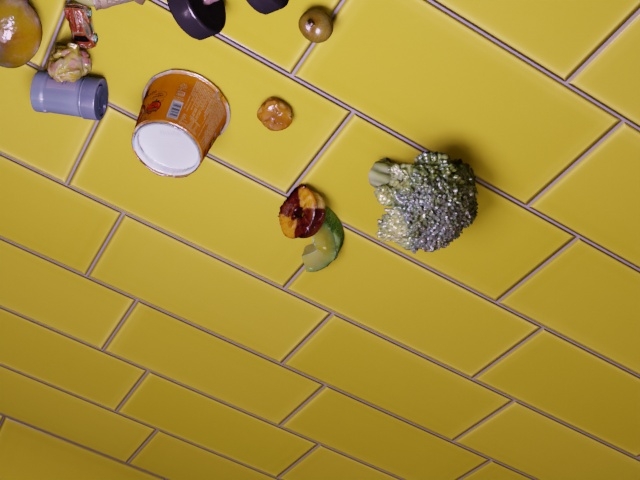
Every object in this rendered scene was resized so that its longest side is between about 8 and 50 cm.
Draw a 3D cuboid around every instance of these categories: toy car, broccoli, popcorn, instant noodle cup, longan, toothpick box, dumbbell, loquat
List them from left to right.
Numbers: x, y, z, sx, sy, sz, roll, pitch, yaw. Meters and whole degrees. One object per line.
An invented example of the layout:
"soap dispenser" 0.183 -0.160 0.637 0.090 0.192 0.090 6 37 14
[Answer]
"loquat" -0.685 -0.463 1.896 0.152 0.152 0.195 25 127 -14
"popcorn" -0.571 -0.400 1.955 0.097 0.109 0.089 -15 127 14
"toothpick box" -0.585 -0.340 2.029 0.153 0.101 0.101 9 137 4
"toy car" -0.533 -0.473 1.927 0.059 0.035 0.122 5 137 5
"instant noodle cup" -0.333 -0.259 2.006 0.216 0.172 0.215 7 136 7
"dumbbell" -0.185 -0.505 1.736 0.218 0.152 0.152 -15 131 25
"longan" -0.011 -0.448 1.811 0.075 0.083 0.075 3 98 18
"broccoli" 0.236 -0.090 2.018 0.260 0.235 0.288 3 140 10

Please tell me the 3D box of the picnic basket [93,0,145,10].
"picnic basket" -0.404 -0.589 1.662 0.139 0.165 0.266 -17 136 -9

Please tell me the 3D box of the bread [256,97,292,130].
"bread" -0.107 -0.294 2.015 0.081 0.046 0.083 -4 133 12

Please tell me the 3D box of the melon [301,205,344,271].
"melon" 0.000 0.000 2.291 0.118 0.064 0.209 3 134 16

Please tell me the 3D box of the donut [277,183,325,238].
"donut" -0.043 -0.069 2.188 0.059 0.140 0.140 12 144 -40

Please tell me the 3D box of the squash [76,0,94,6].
"squash" -0.551 -0.565 1.802 0.250 0.083 0.083 25 135 -13
